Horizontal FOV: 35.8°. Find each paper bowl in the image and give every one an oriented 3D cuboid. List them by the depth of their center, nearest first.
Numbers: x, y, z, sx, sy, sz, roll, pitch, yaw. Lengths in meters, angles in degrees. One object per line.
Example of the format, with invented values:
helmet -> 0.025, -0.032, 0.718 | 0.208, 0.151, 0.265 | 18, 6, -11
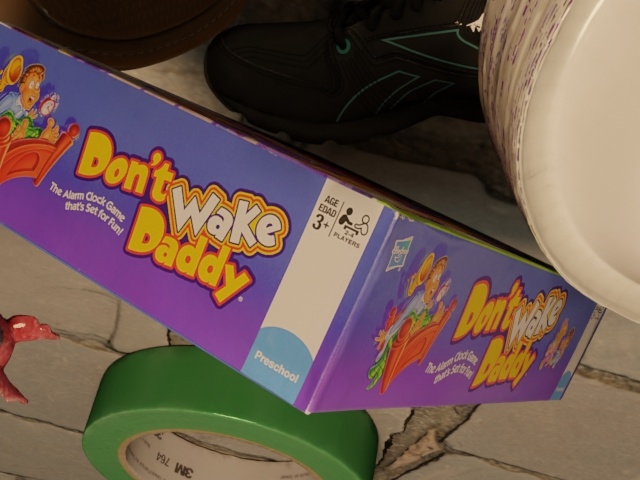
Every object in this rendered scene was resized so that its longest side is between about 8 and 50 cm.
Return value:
paper bowl -> 0.225, -0.068, 0.454 | 0.284, 0.148, 0.284 | -4, 128, -5

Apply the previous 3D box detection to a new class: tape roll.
tape roll -> -0.098, 0.231, 1.100 | 0.321, 0.077, 0.321 | 9, 144, 6

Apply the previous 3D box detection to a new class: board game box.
board game box -> 0.000, 0.000, 0.532 | 0.233, 0.078, 0.347 | 27, -174, 28

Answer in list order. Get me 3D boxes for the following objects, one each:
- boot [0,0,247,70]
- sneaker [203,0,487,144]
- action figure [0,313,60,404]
boot -> -0.199, -0.126, 0.594 | 0.220, 0.283, 0.109 | 7, 122, 63
sneaker -> 0.064, -0.119, 0.570 | 0.267, 0.101, 0.106 | 1, 130, 4
action figure -> -0.331, -0.003, 0.587 | 0.370, 0.248, 0.276 | 18, 124, -19
